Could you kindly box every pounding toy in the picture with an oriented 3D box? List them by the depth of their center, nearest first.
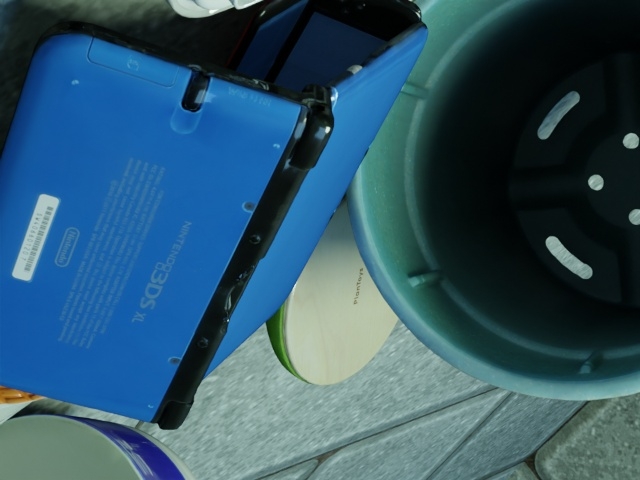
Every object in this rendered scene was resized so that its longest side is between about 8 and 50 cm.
[{"bbox_3d":[0.000,0.000,1.165,0.183,0.110,0.237,33,80,-55],"label":"pounding toy"}]

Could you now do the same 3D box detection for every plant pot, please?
[{"bbox_3d":[0.237,-0.058,1.108,0.341,0.341,0.334,-44,166,17],"label":"plant pot"}]

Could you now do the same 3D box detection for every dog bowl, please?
[{"bbox_3d":[-0.226,0.285,1.146,0.265,0.265,0.104,-40,156,9],"label":"dog bowl"}]

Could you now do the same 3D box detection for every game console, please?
[{"bbox_3d":[-0.090,-0.031,0.888,0.250,0.173,0.293,17,128,-15],"label":"game console"},{"bbox_3d":[-0.013,-0.107,0.903,0.124,0.085,0.144,20,132,-17],"label":"game console"}]

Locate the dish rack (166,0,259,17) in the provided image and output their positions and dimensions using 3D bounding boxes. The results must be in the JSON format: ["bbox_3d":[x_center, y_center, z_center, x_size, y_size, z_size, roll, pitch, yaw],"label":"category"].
[{"bbox_3d":[0.025,-0.257,0.692,0.285,0.072,0.333,-29,158,-20],"label":"dish rack"}]

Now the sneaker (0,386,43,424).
[{"bbox_3d":[-0.259,0.102,0.994,0.262,0.099,0.121,-39,-174,-15],"label":"sneaker"}]
